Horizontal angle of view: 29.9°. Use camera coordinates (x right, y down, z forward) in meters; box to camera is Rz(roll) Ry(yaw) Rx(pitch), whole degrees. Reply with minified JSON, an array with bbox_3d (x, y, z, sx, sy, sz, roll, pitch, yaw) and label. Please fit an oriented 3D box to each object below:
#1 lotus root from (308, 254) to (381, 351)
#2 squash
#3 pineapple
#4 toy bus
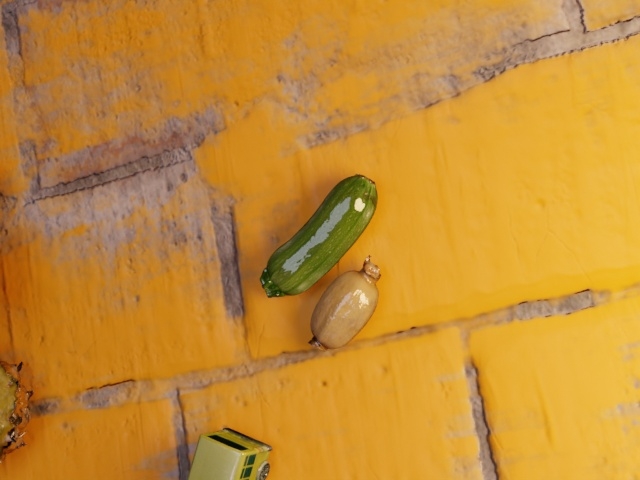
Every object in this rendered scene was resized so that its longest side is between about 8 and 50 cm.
[{"bbox_3d":[0.035,0.090,1.623,0.073,0.062,0.150,39,103,23],"label":"lotus root"},{"bbox_3d":[0.000,0.000,1.645,0.219,0.068,0.077,-45,85,14],"label":"squash"},{"bbox_3d":[-0.526,0.265,1.856,0.225,0.076,0.224,-4,79,24],"label":"pineapple"},{"bbox_3d":[-0.141,0.356,1.657,0.088,0.101,0.175,18,94,25],"label":"toy bus"}]
